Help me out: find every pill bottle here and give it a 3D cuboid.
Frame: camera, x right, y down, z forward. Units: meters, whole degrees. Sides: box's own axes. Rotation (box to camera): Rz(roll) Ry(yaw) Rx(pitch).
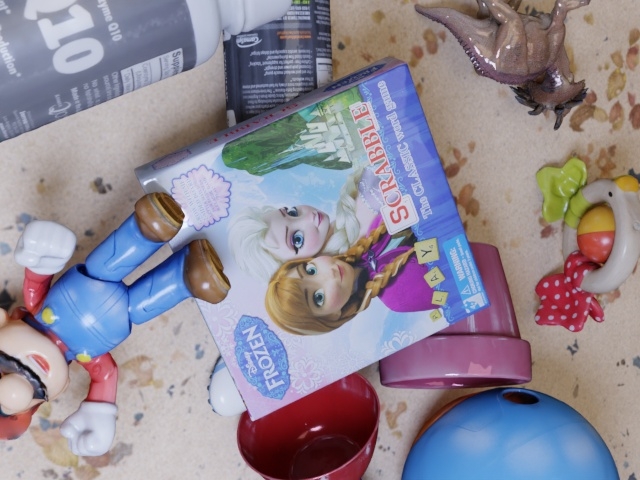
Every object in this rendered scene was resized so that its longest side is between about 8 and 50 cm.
[{"bbox_3d":[-0.049,-0.186,1.188,0.131,0.130,0.245,-6,97,-31],"label":"pill bottle"},{"bbox_3d":[-0.225,-0.243,0.994,0.361,0.204,0.204,-25,107,-14],"label":"pill bottle"}]

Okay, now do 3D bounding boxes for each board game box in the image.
[{"bbox_3d":[0.000,0.000,1.142,0.318,0.066,0.318,-26,111,-7],"label":"board game box"}]

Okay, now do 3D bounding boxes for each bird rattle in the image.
[{"bbox_3d":[0.383,0.003,1.437,0.143,0.207,0.253,15,76,-13],"label":"bird rattle"}]

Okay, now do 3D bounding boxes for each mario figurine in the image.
[{"bbox_3d":[-0.248,0.101,1.008,0.321,0.170,0.198,-38,73,6],"label":"mario figurine"}]

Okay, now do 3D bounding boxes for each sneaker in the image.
[{"bbox_3d":[-0.039,0.136,1.248,0.237,0.086,0.085,-36,110,-23],"label":"sneaker"}]

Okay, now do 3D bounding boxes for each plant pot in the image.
[{"bbox_3d":[0.176,0.101,1.325,0.201,0.201,0.180,8,75,-32],"label":"plant pot"}]

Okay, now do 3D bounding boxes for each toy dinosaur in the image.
[{"bbox_3d":[0.275,-0.258,1.390,0.296,0.127,0.200,2,100,-26],"label":"toy dinosaur"}]

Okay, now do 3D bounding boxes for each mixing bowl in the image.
[{"bbox_3d":[-0.003,0.253,1.244,0.181,0.181,0.098,-38,131,-23],"label":"mixing bowl"}]

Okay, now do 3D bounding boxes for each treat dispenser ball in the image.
[{"bbox_3d":[0.249,0.338,1.321,0.288,0.288,0.288,-3,96,-31],"label":"treat dispenser ball"}]

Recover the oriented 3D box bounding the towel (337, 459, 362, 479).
[{"bbox_3d":[0.009,0.461,1.317,0.228,0.076,0.308,-35,111,-17],"label":"towel"}]
